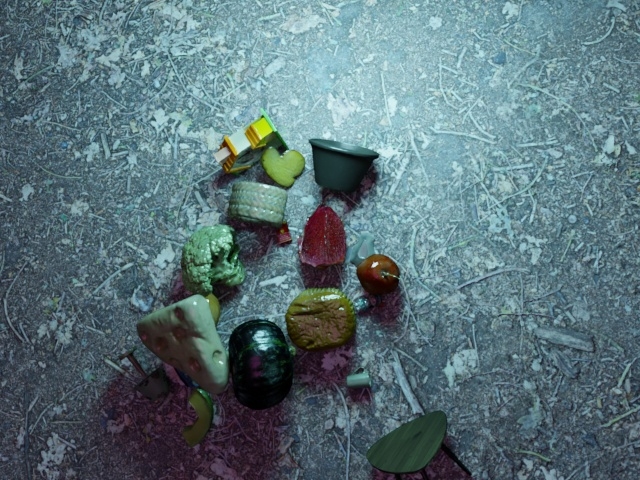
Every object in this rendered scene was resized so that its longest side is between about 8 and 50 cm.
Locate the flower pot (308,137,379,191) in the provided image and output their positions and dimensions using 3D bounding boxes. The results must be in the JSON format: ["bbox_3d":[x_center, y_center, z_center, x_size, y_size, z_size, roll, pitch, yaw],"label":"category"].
[{"bbox_3d":[0.073,-0.275,1.893,0.269,0.269,0.166,15,108,10],"label":"flower pot"}]

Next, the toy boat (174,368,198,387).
[{"bbox_3d":[-0.505,0.448,1.930,0.097,0.100,0.223,-34,81,23],"label":"toy boat"}]

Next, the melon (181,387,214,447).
[{"bbox_3d":[-0.459,0.668,1.920,0.118,0.064,0.210,22,89,9],"label":"melon"}]

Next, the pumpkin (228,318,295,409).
[{"bbox_3d":[-0.201,0.430,1.802,0.238,0.315,0.315,-9,81,-10],"label":"pumpkin"}]

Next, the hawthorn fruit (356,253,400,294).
[{"bbox_3d":[0.212,0.120,1.818,0.162,0.203,0.163,0,81,-1],"label":"hawthorn fruit"}]

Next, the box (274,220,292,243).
[{"bbox_3d":[-0.145,-0.031,1.983,0.051,0.023,0.082,-17,81,5],"label":"box"}]

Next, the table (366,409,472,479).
[{"bbox_3d":[0.342,0.788,1.725,0.317,0.317,0.249,-29,94,4],"label":"table"}]

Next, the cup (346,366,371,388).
[{"bbox_3d":[0.139,0.502,1.858,0.083,0.054,0.075,-9,83,9],"label":"cup"}]

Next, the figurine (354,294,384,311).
[{"bbox_3d":[0.181,0.234,1.890,0.106,0.047,0.060,-22,64,9],"label":"figurine"}]

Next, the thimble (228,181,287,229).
[{"bbox_3d":[-0.239,-0.133,1.918,0.229,0.196,0.148,9,83,23],"label":"thimble"}]

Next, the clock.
[{"bbox_3d":[-0.270,-0.351,1.942,0.255,0.220,0.106,-34,78,4],"label":"clock"}]

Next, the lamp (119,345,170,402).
[{"bbox_3d":[-0.668,0.505,1.938,0.121,0.121,0.215,-36,90,2],"label":"lamp"}]

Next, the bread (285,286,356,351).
[{"bbox_3d":[0.002,0.285,1.863,0.253,0.142,0.228,-3,90,6],"label":"bread"}]

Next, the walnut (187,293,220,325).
[{"bbox_3d":[-0.456,0.286,1.918,0.159,0.159,0.207,23,95,10],"label":"walnut"}]

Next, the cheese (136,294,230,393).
[{"bbox_3d":[-0.490,0.379,1.799,0.328,0.129,0.351,-12,100,29],"label":"cheese"}]

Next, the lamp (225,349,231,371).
[{"bbox_3d":[-0.398,0.444,1.935,0.163,0.091,0.091,21,86,26],"label":"lamp"}]

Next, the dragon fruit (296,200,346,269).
[{"bbox_3d":[0.004,0.005,1.917,0.161,0.126,0.274,-23,55,38],"label":"dragon fruit"}]

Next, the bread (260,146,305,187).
[{"bbox_3d":[-0.147,-0.303,1.965,0.149,0.187,0.065,-44,35,7],"label":"bread"}]

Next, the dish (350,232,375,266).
[{"bbox_3d":[0.164,0.034,1.921,0.091,0.039,0.137,13,86,10],"label":"dish"}]

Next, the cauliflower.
[{"bbox_3d":[-0.393,0.075,1.923,0.250,0.272,0.275,41,91,-28],"label":"cauliflower"}]
